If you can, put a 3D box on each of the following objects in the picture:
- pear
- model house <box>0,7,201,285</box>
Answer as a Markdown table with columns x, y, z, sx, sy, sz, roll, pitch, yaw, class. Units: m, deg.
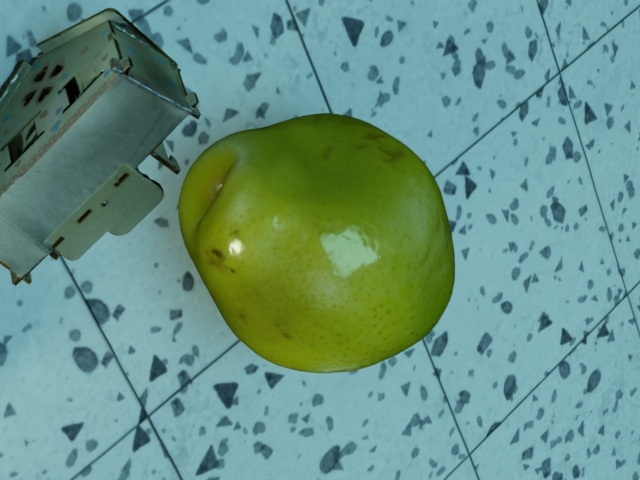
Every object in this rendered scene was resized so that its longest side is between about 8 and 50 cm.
| x | y | z | sx | sy | sz | roll | pitch | yaw | class |
| --- | --- | --- | --- | --- | --- | --- | --- | --- | --- |
| 0.000 | 0.000 | 1.810 | 0.418 | 0.362 | 0.362 | 21 | 85 | -35 | pear |
| -0.307 | -0.129 | 1.618 | 0.326 | 0.244 | 0.169 | -43 | 129 | 12 | model house |
